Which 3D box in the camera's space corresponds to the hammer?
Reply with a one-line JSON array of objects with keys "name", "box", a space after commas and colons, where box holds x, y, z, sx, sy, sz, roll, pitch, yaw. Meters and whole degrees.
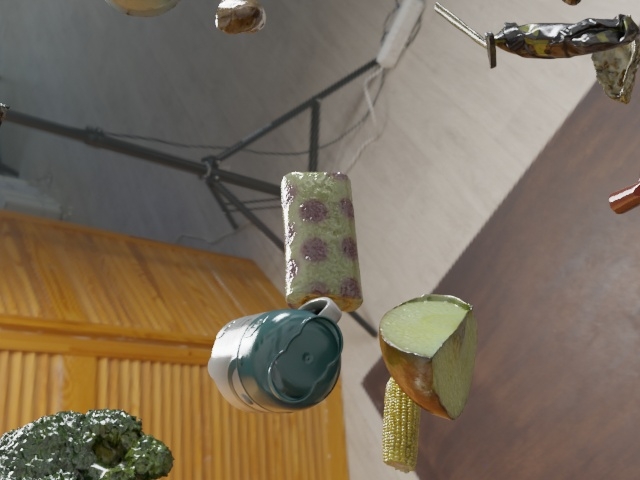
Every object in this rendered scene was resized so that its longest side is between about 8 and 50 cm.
[{"name": "hammer", "box": [0.235, -0.345, 1.189, 0.013, 0.062, 0.199, -24, 41, -4]}]

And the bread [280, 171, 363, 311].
[{"name": "bread", "box": [0.000, 0.000, 1.788, 0.155, 0.187, 0.338, 102, 166, -63]}]

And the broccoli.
[{"name": "broccoli", "box": [-0.256, 0.339, 0.761, 0.321, 0.283, 0.303, -35, 47, 31]}]

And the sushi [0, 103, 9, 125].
[{"name": "sushi", "box": [-0.623, -0.228, 1.208, 0.124, 0.225, 0.127, 24, 83, 11]}]

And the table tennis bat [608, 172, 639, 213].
[{"name": "table tennis bat", "box": [0.747, -0.133, 1.528, 0.414, 0.051, 0.268, 132, 130, -72]}]

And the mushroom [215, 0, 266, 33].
[{"name": "mushroom", "box": [-0.159, -0.456, 1.474, 0.210, 0.094, 0.072, -75, -4, -73]}]

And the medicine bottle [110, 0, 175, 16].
[{"name": "medicine bottle", "box": [-0.407, -0.634, 1.622, 0.290, 0.245, 0.245, -129, 58, -73]}]

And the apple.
[{"name": "apple", "box": [0.231, 0.232, 1.495, 0.254, 0.346, 0.179, 41, 117, 8]}]

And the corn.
[{"name": "corn", "box": [0.200, 0.440, 1.779, 0.093, 0.093, 0.244, -34, 35, 40]}]

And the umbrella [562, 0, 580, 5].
[{"name": "umbrella", "box": [0.537, -0.559, 1.404, 0.224, 0.080, 0.071, -58, 13, 0]}]

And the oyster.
[{"name": "oyster", "box": [0.605, -0.364, 1.465, 0.105, 0.056, 0.177, -21, 78, 48]}]

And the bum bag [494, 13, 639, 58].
[{"name": "bum bag", "box": [0.355, -0.307, 1.104, 0.232, 0.107, 0.060, 14, 113, 50]}]

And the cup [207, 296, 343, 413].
[{"name": "cup", "box": [-0.071, 0.235, 1.554, 0.289, 0.219, 0.258, -47, 15, -30]}]
